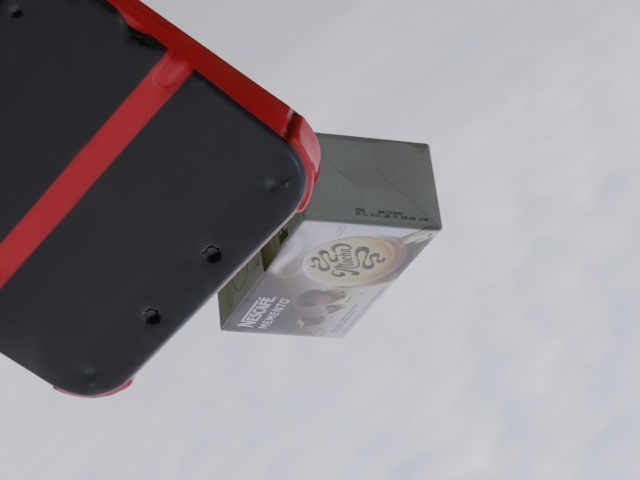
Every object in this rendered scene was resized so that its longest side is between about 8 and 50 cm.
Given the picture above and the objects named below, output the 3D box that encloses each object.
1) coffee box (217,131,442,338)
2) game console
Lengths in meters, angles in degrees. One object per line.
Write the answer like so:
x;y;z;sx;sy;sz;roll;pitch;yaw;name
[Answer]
0.000;0.000;1.943;0.297;0.168;0.119;129;-40;-55;coffee box
-0.228;-0.046;1.535;0.386;0.342;0.060;-45;-161;26;game console
